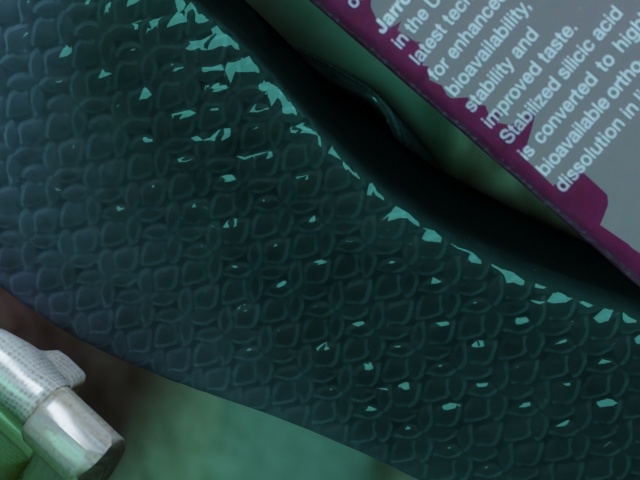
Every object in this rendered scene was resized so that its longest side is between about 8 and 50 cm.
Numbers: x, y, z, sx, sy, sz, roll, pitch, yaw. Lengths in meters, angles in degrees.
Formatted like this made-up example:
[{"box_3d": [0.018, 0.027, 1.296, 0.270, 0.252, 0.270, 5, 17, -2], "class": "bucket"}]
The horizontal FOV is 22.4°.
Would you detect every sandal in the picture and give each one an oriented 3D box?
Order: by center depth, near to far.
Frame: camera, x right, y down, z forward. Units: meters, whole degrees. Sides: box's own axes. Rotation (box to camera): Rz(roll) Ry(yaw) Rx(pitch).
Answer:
[{"box_3d": [0.000, 0.001, 0.410, 0.254, 0.054, 0.097, 33, 117, -3], "class": "sandal"}]

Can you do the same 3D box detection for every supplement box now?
[{"box_3d": [0.052, -0.070, 0.343, 0.188, 0.104, 0.081, 42, 110, 4], "class": "supplement box"}]

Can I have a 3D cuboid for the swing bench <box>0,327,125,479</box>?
[{"box_3d": [-0.226, 0.059, 0.410, 0.253, 0.165, 0.255, 44, 73, 5], "class": "swing bench"}]
